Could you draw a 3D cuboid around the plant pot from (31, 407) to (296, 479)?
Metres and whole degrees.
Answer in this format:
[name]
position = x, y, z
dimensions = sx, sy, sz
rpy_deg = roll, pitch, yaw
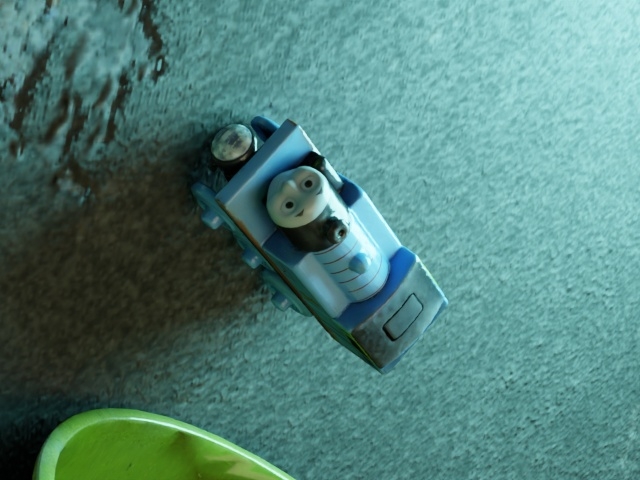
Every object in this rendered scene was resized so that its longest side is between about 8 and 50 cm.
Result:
[plant pot]
position = -0.109, 0.349, 0.886
dimensions = 0.353, 0.366, 0.366
rpy_deg = -51, 142, 11

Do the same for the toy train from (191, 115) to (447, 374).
[toy train]
position = 0.000, 0.000, 0.919
dimensions = 0.080, 0.105, 0.184
rpy_deg = -49, 140, -10
